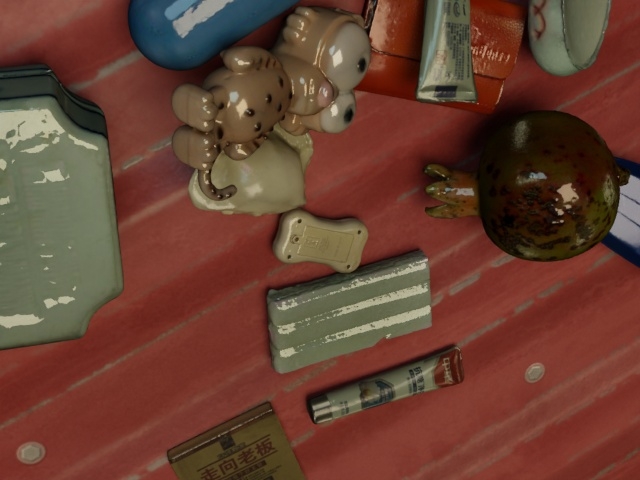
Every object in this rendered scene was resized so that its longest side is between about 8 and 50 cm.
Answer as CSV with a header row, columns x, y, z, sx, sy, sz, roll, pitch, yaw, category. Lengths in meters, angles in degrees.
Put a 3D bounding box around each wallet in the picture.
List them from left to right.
x,y,z,sx,sy,sz,roll,pitch,yaw,category
0.143,-0.235,1.110,0.204,0.045,0.142,7,110,-23,wallet

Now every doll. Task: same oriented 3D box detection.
x,y,z,sx,sy,sz,roll,pitch,yaw,category
-0.048,-0.156,0.983,0.278,0.119,0.154,-41,143,-37,doll

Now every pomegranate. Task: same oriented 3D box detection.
x,y,z,sx,sy,sz,roll,pitch,yaw,category
0.259,-0.079,1.165,0.245,0.198,0.198,26,107,13,pomegranate

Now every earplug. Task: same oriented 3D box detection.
x,y,z,sx,sy,sz,roll,pitch,yaw,category
-0.083,-0.282,0.963,0.273,0.132,0.132,-36,121,3,earplug

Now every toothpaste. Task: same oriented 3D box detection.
x,y,z,sx,sy,sz,roll,pitch,yaw,category
0.096,0.210,1.309,0.239,0.039,0.062,-15,111,-16,toothpaste
0.146,-0.292,1.045,0.069,0.047,0.269,-4,95,-44,toothpaste

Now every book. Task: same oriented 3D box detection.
x,y,z,sx,sy,sz,roll,pitch,yaw,category
-0.101,0.351,1.308,0.161,0.026,0.231,-25,120,-7,book

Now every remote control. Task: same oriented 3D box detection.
x,y,z,sx,sy,sz,roll,pitch,yaw,category
0.000,0.000,1.174,0.122,0.032,0.074,12,105,-24,remote control

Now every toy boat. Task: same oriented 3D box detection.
x,y,z,sx,sy,sz,roll,pitch,yaw,category
0.295,-0.305,1.112,0.134,0.078,0.208,-20,116,-46,toy boat
0.449,-0.040,1.299,0.295,0.088,0.129,28,102,-18,toy boat

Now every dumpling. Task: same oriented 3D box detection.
x,y,z,sx,sy,sz,roll,pitch,yaw,category
-0.077,-0.097,1.066,0.169,0.100,0.134,-1,101,-22,dumpling

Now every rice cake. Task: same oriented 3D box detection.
x,y,z,sx,sy,sz,roll,pitch,yaw,category
0.041,0.097,1.229,0.237,0.043,0.127,-13,117,-14,rice cake

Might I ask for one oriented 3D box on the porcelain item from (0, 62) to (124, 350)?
x,y,z,sx,sy,sz,roll,pitch,yaw,category
-0.356,-0.034,0.956,0.281,0.157,0.286,-9,118,-14,porcelain item
